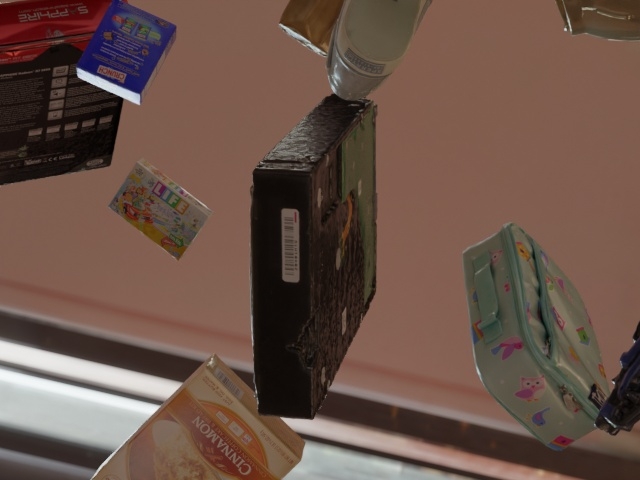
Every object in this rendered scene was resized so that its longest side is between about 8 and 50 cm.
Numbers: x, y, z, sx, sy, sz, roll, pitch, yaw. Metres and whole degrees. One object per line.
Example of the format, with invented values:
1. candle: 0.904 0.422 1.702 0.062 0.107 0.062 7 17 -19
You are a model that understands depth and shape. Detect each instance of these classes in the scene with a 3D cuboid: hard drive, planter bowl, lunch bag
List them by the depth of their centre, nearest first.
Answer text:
1. planter bowl: 0.268 -0.253 1.176 0.162 0.109 0.162 -18 -90 -82
2. hard drive: 0.000 0.000 1.253 0.339 0.064 0.237 -55 -33 -67
3. lunch bag: 0.280 0.122 1.655 0.107 0.224 0.279 -30 35 21

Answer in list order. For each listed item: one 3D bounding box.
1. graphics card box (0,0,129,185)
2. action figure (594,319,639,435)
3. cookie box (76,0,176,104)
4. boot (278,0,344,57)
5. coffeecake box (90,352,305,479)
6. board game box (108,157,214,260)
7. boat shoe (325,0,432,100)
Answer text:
1. graphics card box: -0.419 -0.225 1.926 0.371 0.232 0.094 115 137 -57
2. action figure: 0.423 0.076 1.202 0.341 0.178 0.330 -59 29 3
3. cookie box: -0.246 -0.240 1.603 0.040 0.091 0.107 107 -172 -72
4. boot: 0.025 -0.392 1.661 0.236 0.089 0.270 25 -84 -54
5. coffeecake box: -0.132 0.239 1.352 0.185 0.142 0.068 -45 3 9
6. board game box: -0.271 -0.052 2.143 0.103 0.154 0.026 -53 -1 24
7. boat shoe: 0.055 -0.210 1.067 0.081 0.079 0.228 -51 13 53
